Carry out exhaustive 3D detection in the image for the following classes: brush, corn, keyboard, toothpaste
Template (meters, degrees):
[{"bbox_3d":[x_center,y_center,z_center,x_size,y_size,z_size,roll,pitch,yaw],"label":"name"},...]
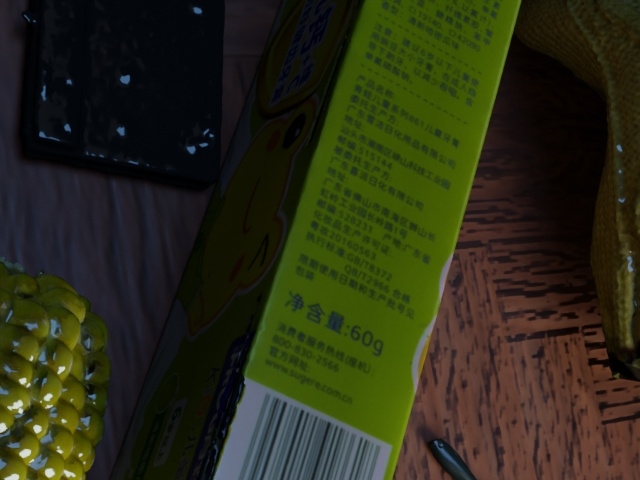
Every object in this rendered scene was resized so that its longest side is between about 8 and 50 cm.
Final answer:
[{"bbox_3d":[0.080,0.126,0.687,0.083,0.008,0.024,48,59,-9],"label":"brush"},{"bbox_3d":[-0.150,0.126,0.497,0.101,0.101,0.310,28,61,-20],"label":"corn"},{"bbox_3d":[-0.089,-0.178,0.678,0.101,0.018,0.309,10,70,-29],"label":"keyboard"},{"bbox_3d":[0.000,0.000,0.619,0.077,0.110,0.327,27,62,-19],"label":"toothpaste"}]

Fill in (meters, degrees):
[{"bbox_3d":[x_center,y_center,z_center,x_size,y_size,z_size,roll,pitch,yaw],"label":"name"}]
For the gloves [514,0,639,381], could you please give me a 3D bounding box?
[{"bbox_3d":[0.213,-0.088,0.747,0.203,0.155,0.356,7,68,-33],"label":"gloves"}]
